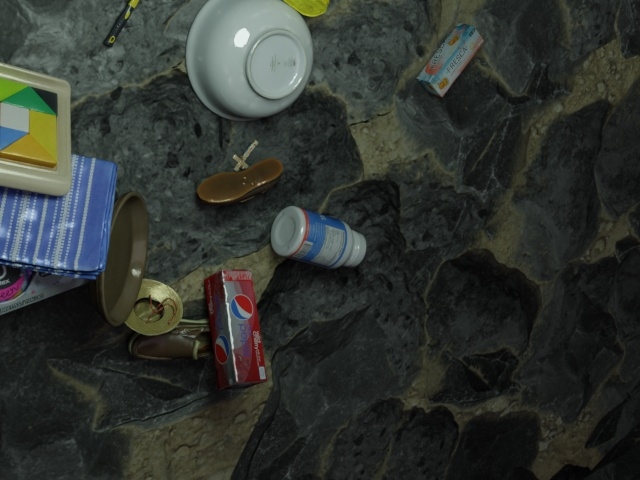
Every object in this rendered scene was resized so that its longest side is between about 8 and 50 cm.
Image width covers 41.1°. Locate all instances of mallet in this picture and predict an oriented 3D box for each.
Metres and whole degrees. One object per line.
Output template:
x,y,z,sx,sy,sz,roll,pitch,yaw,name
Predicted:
-0.355,-0.456,1.653,0.062,0.039,0.190,19,103,-42,mallet

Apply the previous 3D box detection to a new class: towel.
-0.546,-0.068,1.544,0.335,0.040,0.243,10,66,-18,towel

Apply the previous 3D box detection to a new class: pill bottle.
0.000,0.000,2.051,0.221,0.124,0.124,16,101,-40,pill bottle

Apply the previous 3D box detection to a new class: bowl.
-0.122,-0.379,1.786,0.297,0.134,0.298,-15,119,-29,bowl

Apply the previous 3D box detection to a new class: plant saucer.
-0.408,0.035,1.726,0.041,0.278,0.278,8,111,4,plant saucer

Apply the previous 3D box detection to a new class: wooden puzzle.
-0.552,-0.210,1.532,0.220,0.044,0.239,11,63,-36,wooden puzzle

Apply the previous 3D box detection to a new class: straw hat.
-0.383,0.159,1.890,0.144,0.145,0.061,-10,158,-32,straw hat

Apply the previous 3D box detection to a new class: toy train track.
-0.166,-0.190,1.918,0.048,0.014,0.083,38,86,-40,toy train track

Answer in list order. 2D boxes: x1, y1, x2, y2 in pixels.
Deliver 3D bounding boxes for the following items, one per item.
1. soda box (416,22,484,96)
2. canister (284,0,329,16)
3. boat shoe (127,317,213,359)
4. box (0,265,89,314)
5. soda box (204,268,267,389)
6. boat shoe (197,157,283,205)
0.322,-0.448,2.115,0.183,0.058,0.063,-53,130,-4,soda box
-0.027,-0.570,1.762,0.126,0.073,0.170,28,65,-39,canister
-0.308,0.230,1.957,0.257,0.095,0.095,-9,115,-32,boat shoe
-0.585,0.031,1.625,0.247,0.163,0.142,-22,123,-26,box
-0.195,0.201,1.938,0.083,0.092,0.263,2,71,-35,soda box
-0.179,-0.118,1.906,0.206,0.073,0.073,-19,161,-21,boat shoe
